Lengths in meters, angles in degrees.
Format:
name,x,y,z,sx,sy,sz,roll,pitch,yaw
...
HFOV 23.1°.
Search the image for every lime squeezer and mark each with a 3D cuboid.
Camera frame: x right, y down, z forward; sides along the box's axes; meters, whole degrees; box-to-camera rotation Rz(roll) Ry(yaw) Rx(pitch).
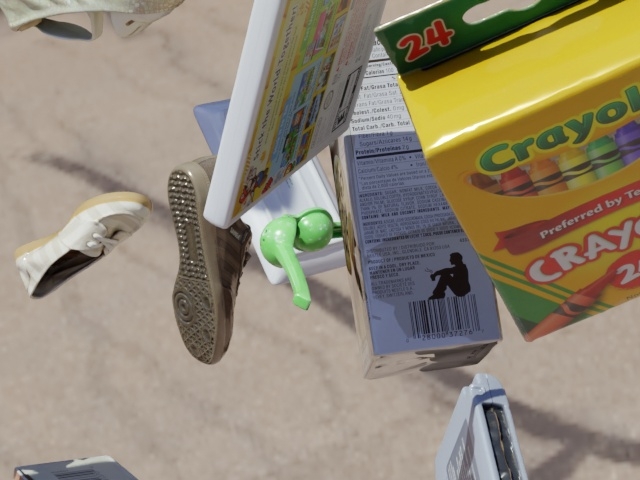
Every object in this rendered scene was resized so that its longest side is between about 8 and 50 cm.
name,x,y,z,sx,sy,sz,roll,pitch,yaw
lime squeezer,0.000,0.000,1.732,0.110,0.059,0.310,11,17,20

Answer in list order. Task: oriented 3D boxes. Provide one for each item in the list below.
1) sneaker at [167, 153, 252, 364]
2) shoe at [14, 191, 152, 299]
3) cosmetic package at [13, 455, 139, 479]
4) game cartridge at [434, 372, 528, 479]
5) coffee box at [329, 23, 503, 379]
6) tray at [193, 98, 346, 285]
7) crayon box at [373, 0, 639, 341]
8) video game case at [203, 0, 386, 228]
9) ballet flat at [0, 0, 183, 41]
name,x,y,z,sx,sy,sz,roll,pitch,yaw
sneaker,-0.086,0.017,1.368,0.071,0.188,0.066,-20,29,-37
shoe,-0.269,0.007,1.794,0.219,0.076,0.058,-27,58,37
cosmetic package,-0.277,0.411,1.771,0.129,0.296,0.153,-2,16,-35
game cartridge,0.206,0.338,1.986,0.062,0.198,0.297,4,38,-9
coffee box,0.078,-0.034,1.439,0.119,0.297,0.168,-7,-12,-3
tray,-0.051,-0.079,2.042,0.145,0.030,0.270,-16,71,-29
crayon box,0.183,-0.065,1.088,0.202,0.318,0.081,-24,52,10
video game case,-0.008,-0.143,1.210,0.026,0.227,0.206,28,37,15
ballet flat,-0.131,-0.150,0.966,0.168,0.052,0.057,6,28,34
